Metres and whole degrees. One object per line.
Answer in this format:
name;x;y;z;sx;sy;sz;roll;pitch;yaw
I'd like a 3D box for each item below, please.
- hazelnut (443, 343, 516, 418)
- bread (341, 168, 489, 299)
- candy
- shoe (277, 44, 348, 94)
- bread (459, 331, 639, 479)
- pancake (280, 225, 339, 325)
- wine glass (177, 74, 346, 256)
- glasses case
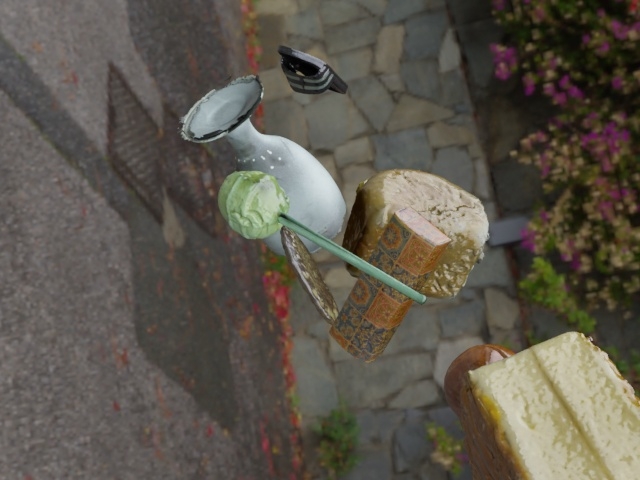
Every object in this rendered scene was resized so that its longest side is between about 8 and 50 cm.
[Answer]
hazelnut;0.320;0.290;1.885;0.182;0.182;0.182;-12;90;-77
bread;0.168;-0.016;1.683;0.176;0.246;0.195;-93;-160;-49
candy;0.000;0.000;1.218;0.092;0.335;0.093;-15;126;-50
shoe;-0.012;-0.237;1.429;0.049;0.071;0.179;-68;156;0
bread;0.334;0.309;1.315;0.279;0.207;0.279;74;-7;-47
pancake;-0.016;0.061;1.623;0.199;0.021;0.199;60;7;-13
wine glass;-0.098;-0.128;1.801;0.357;0.190;0.190;52;26;-37
glasses case;0.089;0.063;1.297;0.075;0.218;0.049;42;35;23
